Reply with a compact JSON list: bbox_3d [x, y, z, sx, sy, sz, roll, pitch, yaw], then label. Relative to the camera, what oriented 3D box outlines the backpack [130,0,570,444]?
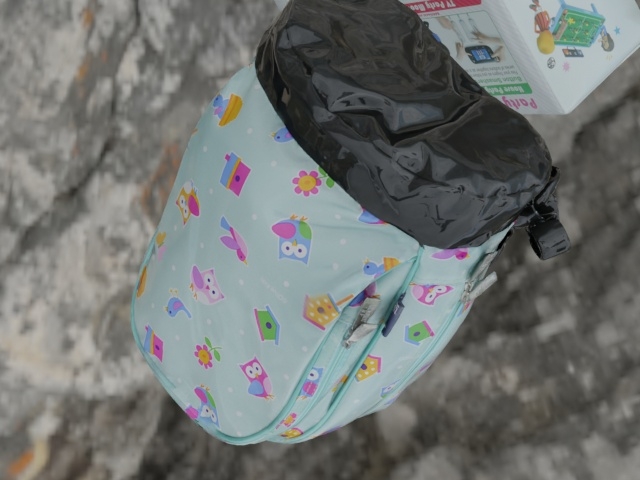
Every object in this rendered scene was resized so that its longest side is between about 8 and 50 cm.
[{"bbox_3d":[0.000,0.000,0.710,0.115,0.152,0.182,-8,139,-39],"label":"backpack"}]

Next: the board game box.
[{"bbox_3d":[0.038,-0.221,1.054,0.097,0.224,0.303,-43,115,-26],"label":"board game box"}]
